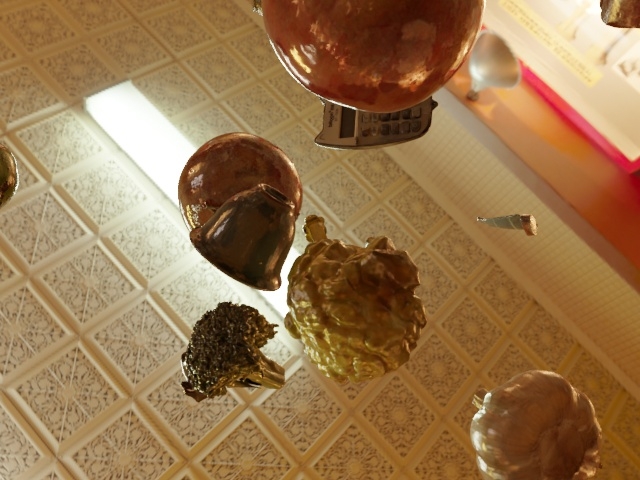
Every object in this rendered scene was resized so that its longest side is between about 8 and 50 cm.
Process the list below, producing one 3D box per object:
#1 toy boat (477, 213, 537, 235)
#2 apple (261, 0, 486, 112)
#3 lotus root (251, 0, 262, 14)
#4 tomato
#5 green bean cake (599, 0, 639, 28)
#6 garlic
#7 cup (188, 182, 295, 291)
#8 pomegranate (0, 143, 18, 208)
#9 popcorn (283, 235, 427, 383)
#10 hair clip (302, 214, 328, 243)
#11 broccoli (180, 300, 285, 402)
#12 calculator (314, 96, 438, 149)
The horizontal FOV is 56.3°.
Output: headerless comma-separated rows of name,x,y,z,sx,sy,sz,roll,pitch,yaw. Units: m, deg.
toy boat,0.368,-0.036,1.207,0.096,0.122,0.034,36,-114,-55
apple,0.086,-0.353,0.852,0.345,0.269,0.344,18,-138,-17
lotus root,-0.049,-0.654,1.522,0.275,0.152,0.160,-20,-110,-11
tomato,-0.201,-0.115,1.504,0.317,0.316,0.282,-7,-137,-26
green bean cake,0.351,-0.263,0.590,0.135,0.056,0.135,6,-127,17
garlic,0.322,0.304,0.967,0.219,0.212,0.218,-2,-84,-19
cup,-0.119,-0.023,1.101,0.199,0.150,0.199,31,-167,-8
pomegranate,-0.839,-0.167,1.440,0.211,0.263,0.210,6,-103,-28
popcorn,0.060,0.086,0.934,0.205,0.237,0.251,51,-121,-23
hair clip,0.000,0.000,1.695,0.072,0.046,0.173,-36,-62,-19
broccoli,-0.190,0.270,1.365,0.243,0.263,0.247,38,-91,-29
calculator,0.121,-0.277,1.298,0.268,0.040,0.176,-3,-114,22
